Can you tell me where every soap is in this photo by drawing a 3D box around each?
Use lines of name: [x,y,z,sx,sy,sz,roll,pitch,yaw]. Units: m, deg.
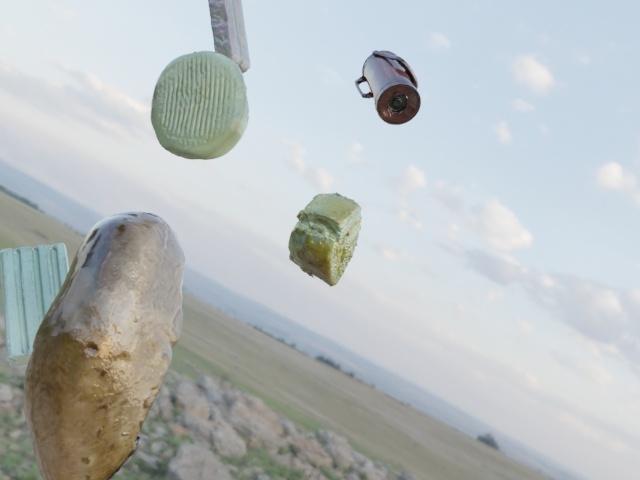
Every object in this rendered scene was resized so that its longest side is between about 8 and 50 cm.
soap: [-0.481,0.108,1.394,0.115,0.198,0.063,-5,-25,-19]

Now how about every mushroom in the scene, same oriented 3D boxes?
mushroom: [-0.151,0.066,0.574,0.072,0.209,0.094,2,-27,32]

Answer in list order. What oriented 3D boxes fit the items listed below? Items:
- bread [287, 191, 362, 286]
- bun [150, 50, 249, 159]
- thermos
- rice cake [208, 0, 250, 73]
bread: [-0.002,0.005,1.318,0.103,0.156,0.110,22,19,16]
bun: [-0.231,-0.255,1.599,0.221,0.221,0.108,26,-5,18]
thermos: [0.139,-0.342,1.757,0.099,0.124,0.232,59,9,-37]
rice cake: [-0.203,-0.511,1.757,0.050,0.298,0.106,-9,-4,18]
